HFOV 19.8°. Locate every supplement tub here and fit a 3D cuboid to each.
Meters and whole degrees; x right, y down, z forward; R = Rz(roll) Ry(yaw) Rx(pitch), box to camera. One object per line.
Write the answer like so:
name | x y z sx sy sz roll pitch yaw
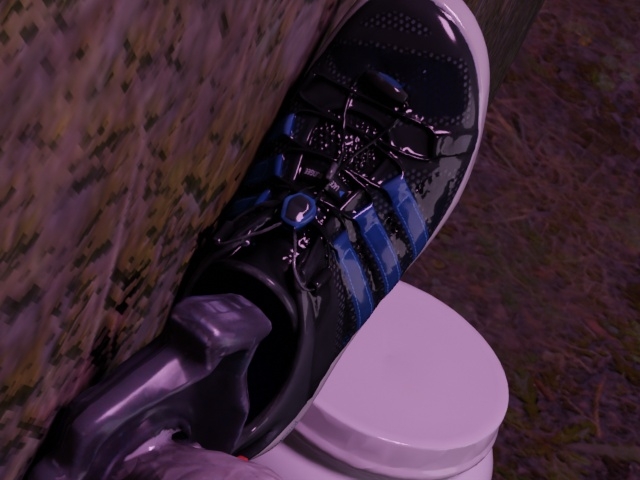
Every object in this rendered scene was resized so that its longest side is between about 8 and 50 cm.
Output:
supplement tub | -0.003 0.127 0.896 0.199 0.144 0.144 -66 174 33

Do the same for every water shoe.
water shoe | 0.000 0.000 0.667 0.203 0.073 0.080 -64 173 11

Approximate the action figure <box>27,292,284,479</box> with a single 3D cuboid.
action figure | -0.063 0.209 0.592 0.330 0.178 0.341 -43 159 -46
